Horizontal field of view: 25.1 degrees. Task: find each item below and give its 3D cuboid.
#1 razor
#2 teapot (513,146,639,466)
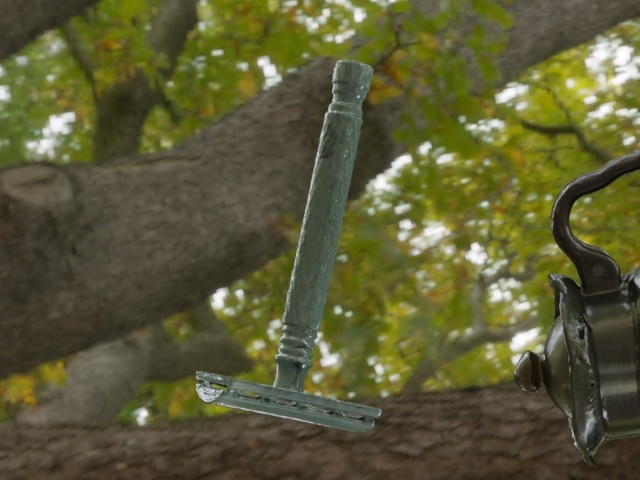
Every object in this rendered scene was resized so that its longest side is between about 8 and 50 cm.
[{"bbox_3d":[0.000,0.000,0.914,0.068,0.106,0.232,-3,-107,65],"label":"razor"},{"bbox_3d":[0.317,0.077,1.332,0.285,0.223,0.305,-9,-56,5],"label":"teapot"}]
